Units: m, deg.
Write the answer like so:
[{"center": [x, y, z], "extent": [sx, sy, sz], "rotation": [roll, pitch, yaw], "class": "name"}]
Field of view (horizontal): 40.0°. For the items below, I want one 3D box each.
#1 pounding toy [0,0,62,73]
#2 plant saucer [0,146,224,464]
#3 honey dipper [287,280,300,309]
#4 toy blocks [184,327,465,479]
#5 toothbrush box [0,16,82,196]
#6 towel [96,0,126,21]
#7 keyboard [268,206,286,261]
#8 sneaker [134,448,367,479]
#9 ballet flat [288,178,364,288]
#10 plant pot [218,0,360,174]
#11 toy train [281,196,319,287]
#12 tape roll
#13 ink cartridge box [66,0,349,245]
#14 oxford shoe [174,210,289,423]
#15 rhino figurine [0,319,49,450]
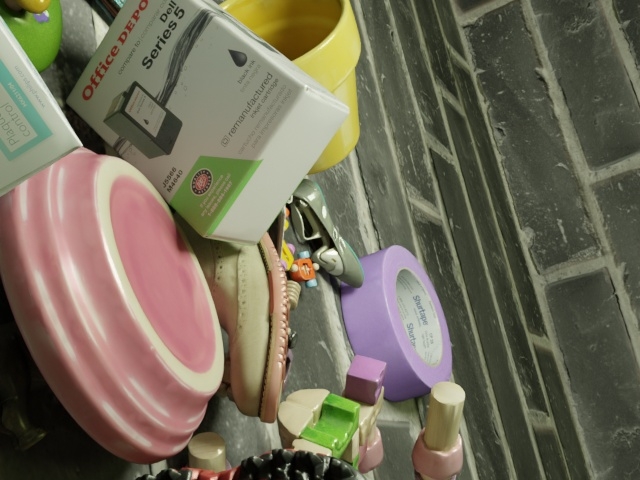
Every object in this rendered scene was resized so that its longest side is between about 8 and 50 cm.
[{"center": [-0.339, -0.286, 0.935], "extent": [0.237, 0.110, 0.182], "rotation": [21, 52, -59], "class": "pounding toy"}, {"center": [-0.186, 0.047, 0.860], "extent": [0.332, 0.084, 0.332], "rotation": [-24, 90, -82], "class": "plant saucer"}, {"center": [-0.055, 0.126, 1.293], "extent": [0.030, 0.031, 0.160], "rotation": [52, 32, -33], "class": "honey dipper"}, {"center": [-0.005, 0.309, 1.088], "extent": [0.288, 0.309, 0.260], "rotation": [-49, 149, -50], "class": "toy blocks"}, {"center": [-0.310, -0.149, 0.695], "extent": [0.216, 0.126, 0.295], "rotation": [59, -9, -20], "class": "toothbrush box"}, {"center": [-0.277, -0.440, 1.276], "extent": [0.271, 0.040, 0.370], "rotation": [50, 29, -38], "class": "towel"}, {"center": [-0.062, 0.035, 1.178], "extent": [0.072, 0.014, 0.256], "rotation": [-105, -163, -45], "class": "keyboard"}, {"center": [-0.060, 0.279, 0.867], "extent": [0.135, 0.276, 0.097], "rotation": [55, 32, -37], "class": "sneaker"}, {"center": [0.000, 0.000, 1.481], "extent": [0.068, 0.072, 0.213], "rotation": [-36, 104, -37], "class": "ballet flat"}, {"center": [-0.045, -0.240, 1.370], "extent": [0.239, 0.254, 0.254], "rotation": [66, 20, -43], "class": "plant pot"}, {"center": [-0.060, 0.001, 1.365], "extent": [0.125, 0.046, 0.166], "rotation": [-13, 86, -67], "class": "toy train"}, {"center": [0.143, 0.151, 1.608], "extent": [0.275, 0.090, 0.274], "rotation": [44, 34, -41], "class": "tape roll"}, {"center": [-0.136, -0.155, 1.010], "extent": [0.273, 0.198, 0.115], "rotation": [41, 14, 25], "class": "ink cartridge box"}, {"center": [-0.122, 0.048, 1.076], "extent": [0.140, 0.147, 0.396], "rotation": [101, -18, -46], "class": "oxford shoe"}, {"center": [-0.254, 0.104, 0.845], "extent": [0.106, 0.073, 0.243], "rotation": [54, 23, -6], "class": "rhino figurine"}]
